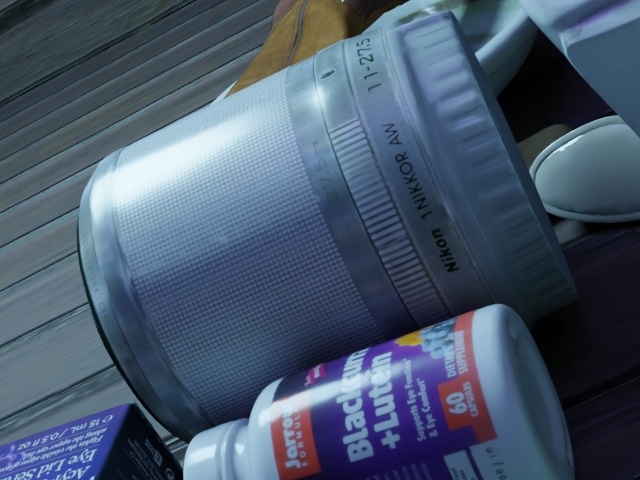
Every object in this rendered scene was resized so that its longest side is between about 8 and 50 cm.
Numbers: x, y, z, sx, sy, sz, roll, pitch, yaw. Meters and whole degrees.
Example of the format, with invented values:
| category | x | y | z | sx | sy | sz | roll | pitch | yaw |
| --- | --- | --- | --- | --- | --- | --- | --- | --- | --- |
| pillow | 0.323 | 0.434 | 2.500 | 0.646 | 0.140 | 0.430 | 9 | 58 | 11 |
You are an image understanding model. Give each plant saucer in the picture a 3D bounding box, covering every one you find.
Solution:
| category | x | y | z | sx | sy | sz | roll | pitch | yaw |
| --- | --- | --- | --- | --- | --- | --- | --- | --- | --- |
| plant saucer | 0.054 | -0.139 | 1.074 | 0.400 | 0.101 | 0.400 | -25 | 23 | 12 |

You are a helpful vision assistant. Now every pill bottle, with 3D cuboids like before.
| category | x | y | z | sx | sy | sz | roll | pitch | yaw |
| --- | --- | --- | --- | --- | --- | --- | --- | --- | --- |
| pill bottle | 0.028 | 0.114 | 0.585 | 0.193 | 0.108 | 0.108 | -22 | 25 | 19 |

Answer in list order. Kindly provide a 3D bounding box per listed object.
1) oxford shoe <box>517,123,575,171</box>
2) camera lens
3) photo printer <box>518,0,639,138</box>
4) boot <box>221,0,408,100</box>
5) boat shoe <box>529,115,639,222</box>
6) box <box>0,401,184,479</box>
| category | x | y | z | sx | sy | sz | roll | pitch | yaw |
| --- | --- | --- | --- | --- | --- | --- | --- | --- | --- |
| oxford shoe | 0.098 | -0.040 | 0.833 | 0.227 | 0.096 | 0.083 | -26 | 22 | 4 |
| camera lens | 0.000 | 0.000 | 0.706 | 0.274 | 0.219 | 0.219 | -24 | 24 | 13 |
| photo printer | 0.274 | -0.110 | 0.534 | 0.256 | 0.307 | 0.107 | -25 | 56 | 29 |
| boot | 0.036 | -0.223 | 1.022 | 0.264 | 0.096 | 0.280 | -17 | 27 | 27 |
| boat shoe | 0.249 | -0.061 | 0.759 | 0.206 | 0.075 | 0.065 | -18 | -4 | 28 |
| box | -0.167 | 0.212 | 0.614 | 0.153 | 0.108 | 0.207 | -21 | 24 | 18 |
